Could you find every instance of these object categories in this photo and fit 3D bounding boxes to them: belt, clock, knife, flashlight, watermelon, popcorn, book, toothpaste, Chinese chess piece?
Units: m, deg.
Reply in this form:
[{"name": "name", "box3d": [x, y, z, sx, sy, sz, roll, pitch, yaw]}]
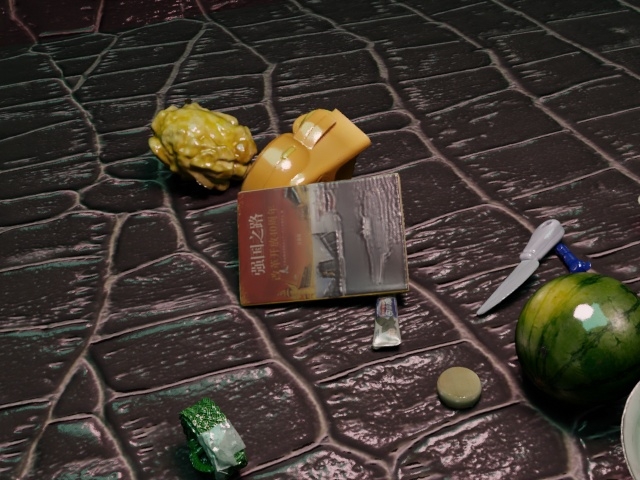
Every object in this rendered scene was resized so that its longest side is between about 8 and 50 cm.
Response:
[{"name": "belt", "box3d": [-0.193, 0.351, 1.188, 0.079, 0.121, 0.151, -29, 50, -28]}, {"name": "clock", "box3d": [-0.053, -0.161, 1.697, 0.200, 0.244, 0.317, 36, 57, 17]}, {"name": "knife", "box3d": [0.449, 0.058, 1.510, 0.331, 0.044, 0.080, -43, 15, -34]}, {"name": "flashlight", "box3d": [0.561, 0.045, 1.536, 0.035, 0.057, 0.121, 21, 24, -24]}, {"name": "watermelon", "box3d": [0.473, 0.176, 1.232, 0.242, 0.242, 0.242, -3, 40, 3]}, {"name": "popcorn", "box3d": [-0.319, -0.253, 1.847, 0.286, 0.215, 0.252, 23, 3, -17]}, {"name": "book", "box3d": [0.000, 0.000, 1.514, 0.373, 0.028, 0.263, -6, 78, 9]}, {"name": "toothpaste", "box3d": [0.141, 0.138, 1.470, 0.060, 0.038, 0.233, -7, 41, 11]}, {"name": "Chinese chess piece", "box3d": [0.261, 0.277, 1.293, 0.084, 0.034, 0.084, -4, 38, 3]}]

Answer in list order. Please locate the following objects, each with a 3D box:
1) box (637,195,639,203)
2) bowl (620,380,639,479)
[{"name": "box", "box3d": [0.875, -0.052, 1.512, 0.220, 0.166, 0.290, -16, 41, -13]}, {"name": "bowl", "box3d": [0.618, 0.347, 1.064, 0.313, 0.146, 0.313, -5, 55, 7]}]
